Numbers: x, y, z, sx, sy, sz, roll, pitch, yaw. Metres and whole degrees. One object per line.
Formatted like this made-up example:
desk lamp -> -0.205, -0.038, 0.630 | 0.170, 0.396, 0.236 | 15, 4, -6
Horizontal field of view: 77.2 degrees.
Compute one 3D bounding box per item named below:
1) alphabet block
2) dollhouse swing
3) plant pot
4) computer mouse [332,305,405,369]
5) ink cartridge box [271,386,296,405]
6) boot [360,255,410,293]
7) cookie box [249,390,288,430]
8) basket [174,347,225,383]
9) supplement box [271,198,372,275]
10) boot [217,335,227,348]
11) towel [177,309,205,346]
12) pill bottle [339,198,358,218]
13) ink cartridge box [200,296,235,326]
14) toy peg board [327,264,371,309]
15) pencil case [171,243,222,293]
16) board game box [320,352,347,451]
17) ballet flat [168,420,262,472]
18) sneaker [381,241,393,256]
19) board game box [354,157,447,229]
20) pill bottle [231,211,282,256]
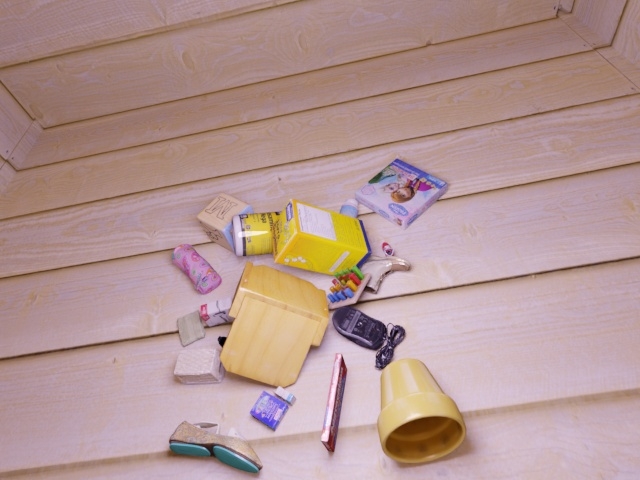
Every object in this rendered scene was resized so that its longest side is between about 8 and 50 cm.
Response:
alphabet block -> -0.444, -0.086, 1.962 | 0.197, 0.192, 0.193 | 26, 59, 29
dollhouse swing -> -0.187, 0.321, 1.549 | 0.346, 0.305, 0.315 | 21, 19, -11
plant pot -> 0.291, 0.517, 1.263 | 0.254, 0.254, 0.239 | -14, 35, 3
computer mouse -> 0.165, 0.355, 1.533 | 0.272, 0.072, 0.188 | 28, 60, 17
ink cartridge box -> -0.131, 0.556, 1.446 | 0.083, 0.048, 0.028 | 21, 59, 27
boot -> 0.258, 0.146, 1.671 | 0.213, 0.077, 0.165 | 3, 51, 25
cookie box -> -0.182, 0.603, 1.425 | 0.107, 0.040, 0.092 | 19, 58, 27
basket -> -0.464, 0.483, 1.553 | 0.167, 0.103, 0.113 | -5, 51, 9
supplement box -> 0.000, 0.000, 1.663 | 0.356, 0.195, 0.194 | 15, 43, -27
boot -> -0.300, 0.438, 1.527 | 0.198, 0.137, 0.077 | 14, 56, 23
towel -> -0.555, 0.373, 1.716 | 0.110, 0.027, 0.148 | -26, 50, -7
pill bottle -> 0.132, -0.121, 1.915 | 0.087, 0.087, 0.160 | 6, 53, 19
ink cartridge box -> -0.424, 0.302, 1.694 | 0.135, 0.099, 0.056 | -16, 49, 1
toy peg board -> 0.095, 0.181, 1.609 | 0.161, 0.079, 0.161 | -25, 20, 47
pencil case -> -0.579, 0.130, 1.861 | 0.124, 0.124, 0.284 | -39, 55, -18
board game box -> 0.050, 0.542, 1.351 | 0.027, 0.145, 0.281 | 2, 52, 16
ballet flat -> -0.344, 0.683, 1.360 | 0.348, 0.123, 0.123 | 4, 52, 17
sneaker -> 0.295, 0.039, 1.755 | 0.042, 0.067, 0.118 | -14, 49, 1
board game box -> 0.390, -0.237, 1.960 | 0.318, 0.066, 0.318 | -41, 53, -19
pill bottle -> -0.224, -0.035, 1.814 | 0.334, 0.188, 0.188 | -6, 47, -16
